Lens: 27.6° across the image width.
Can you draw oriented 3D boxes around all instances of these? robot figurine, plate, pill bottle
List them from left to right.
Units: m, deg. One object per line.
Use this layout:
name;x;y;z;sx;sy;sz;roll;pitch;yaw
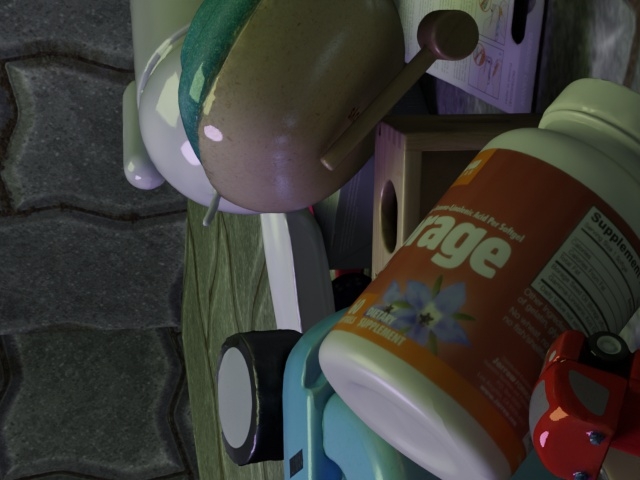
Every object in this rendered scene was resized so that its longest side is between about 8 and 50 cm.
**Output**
robot figurine;-0.071;-0.165;1.192;0.300;0.200;0.353;-38;41;25
plate;-0.019;0.067;1.387;0.277;0.045;0.278;-124;25;-72
pill bottle;0.108;0.019;0.705;0.216;0.121;0.121;-50;0;-17

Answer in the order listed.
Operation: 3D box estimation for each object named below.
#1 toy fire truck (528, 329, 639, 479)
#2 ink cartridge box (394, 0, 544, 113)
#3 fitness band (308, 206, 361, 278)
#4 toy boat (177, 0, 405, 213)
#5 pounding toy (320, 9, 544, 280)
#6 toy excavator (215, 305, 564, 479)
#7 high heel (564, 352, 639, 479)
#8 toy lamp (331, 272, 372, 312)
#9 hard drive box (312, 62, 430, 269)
toy fire truck;0.178;0.119;0.569;0.135;0.192;0.047;-62;-15;-48
ink cartridge box;0.126;-0.216;1.042;0.232;0.066;0.189;34;128;50
fitness band;0.000;0.000;1.665;0.291;0.054;0.209;175;95;-78
toy boat;0.003;-0.172;0.934;0.318;0.148;0.267;-57;-13;-7
pounding toy;0.081;-0.059;0.906;0.094;0.181;0.206;-129;39;-72
toy excavator;0.098;0.249;0.880;0.445;0.222;0.432;164;106;-67
high heel;0.169;0.177;0.735;0.261;0.093;0.186;-122;33;-58
toy lamp;0.061;0.107;1.312;0.274;0.080;0.080;-118;28;-69
hard drive box;0.038;-0.114;1.343;0.181;0.089;0.232;100;163;-44
